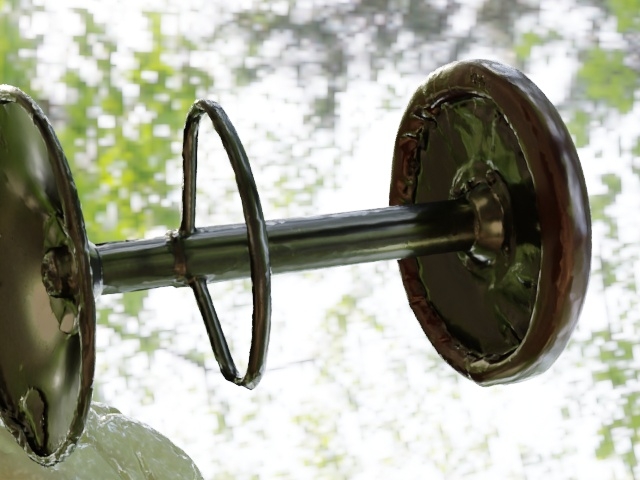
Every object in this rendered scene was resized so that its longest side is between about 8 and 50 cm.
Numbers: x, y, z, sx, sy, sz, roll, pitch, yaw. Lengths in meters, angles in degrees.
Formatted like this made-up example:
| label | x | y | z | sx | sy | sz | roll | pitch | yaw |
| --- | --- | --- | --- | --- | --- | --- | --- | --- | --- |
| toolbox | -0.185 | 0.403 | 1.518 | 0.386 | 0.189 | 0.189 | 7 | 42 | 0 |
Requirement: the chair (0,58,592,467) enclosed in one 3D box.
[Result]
| label | x | y | z | sx | sy | sz | roll | pitch | yaw |
| --- | --- | --- | --- | --- | --- | --- | --- | --- | --- |
| chair | 0.000 | 0.000 | 1.212 | 0.226 | 0.401 | 0.226 | 23 | -64 | 59 |

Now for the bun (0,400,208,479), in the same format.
| label | x | y | z | sx | sy | sz | roll | pitch | yaw |
| --- | --- | --- | --- | --- | --- | --- | --- | --- | --- |
| bun | -0.252 | 0.265 | 1.658 | 0.227 | 0.352 | 0.349 | -116 | -169 | -57 |
